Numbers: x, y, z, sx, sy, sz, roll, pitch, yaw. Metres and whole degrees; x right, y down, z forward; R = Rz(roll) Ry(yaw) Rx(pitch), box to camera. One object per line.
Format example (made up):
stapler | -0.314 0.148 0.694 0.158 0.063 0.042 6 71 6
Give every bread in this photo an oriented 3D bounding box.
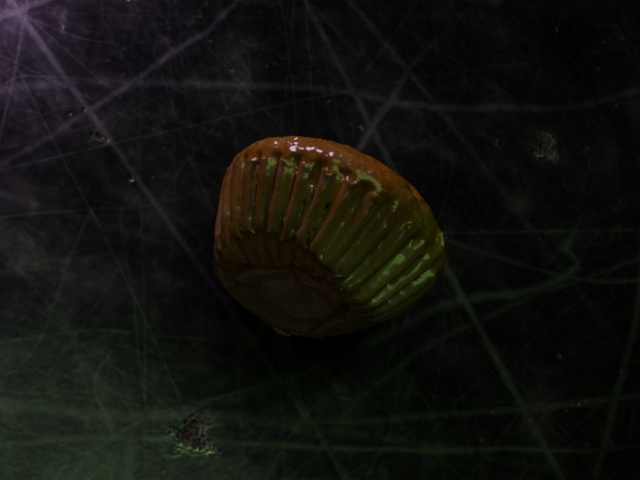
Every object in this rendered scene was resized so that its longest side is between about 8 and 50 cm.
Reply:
bread | 0.003 -0.003 1.691 0.240 0.240 0.139 34 63 -5
